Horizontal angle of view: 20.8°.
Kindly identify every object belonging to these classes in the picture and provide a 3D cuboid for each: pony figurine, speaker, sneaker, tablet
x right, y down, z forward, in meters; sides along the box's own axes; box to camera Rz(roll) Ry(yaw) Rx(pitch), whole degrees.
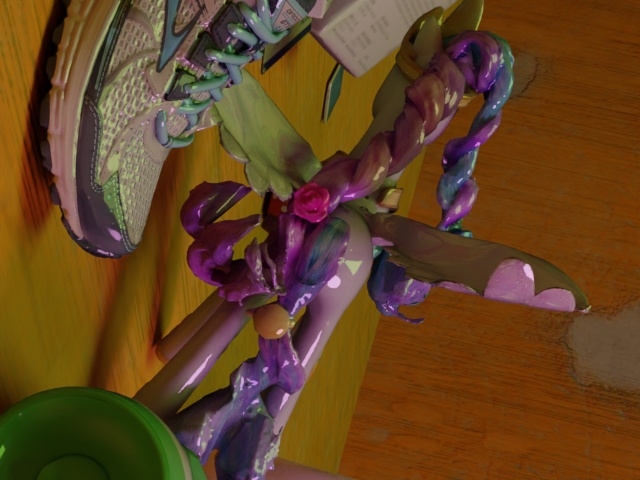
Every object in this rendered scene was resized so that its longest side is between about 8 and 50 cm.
[{"bbox_3d":[0.000,0.000,1.178,0.363,0.303,0.351,-55,-177,16],"label":"pony figurine"},{"bbox_3d":[-0.125,0.178,1.030,0.296,0.131,0.131,85,20,-69],"label":"speaker"},{"bbox_3d":[-0.068,-0.124,0.936,0.110,0.122,0.283,4,99,-83],"label":"sneaker"},{"bbox_3d":[0.016,-0.174,2.002,0.083,0.006,0.054,-68,168,-58],"label":"tablet"}]

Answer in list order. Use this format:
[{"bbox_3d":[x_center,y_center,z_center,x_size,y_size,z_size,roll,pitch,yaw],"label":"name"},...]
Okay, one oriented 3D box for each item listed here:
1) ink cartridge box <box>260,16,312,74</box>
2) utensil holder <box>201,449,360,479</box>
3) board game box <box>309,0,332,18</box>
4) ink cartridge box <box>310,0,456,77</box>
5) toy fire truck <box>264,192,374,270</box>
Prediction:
[{"bbox_3d":[-0.025,-0.296,1.220,0.165,0.065,0.332,-57,157,-70],"label":"ink cartridge box"},{"bbox_3d":[-0.018,0.401,1.536,0.327,0.328,0.385,66,40,-79],"label":"utensil holder"},{"bbox_3d":[0.024,-0.293,1.152,0.305,0.053,0.193,-64,165,-58],"label":"board game box"},{"bbox_3d":[0.136,-0.308,1.529,0.385,0.091,0.308,-40,174,5],"label":"ink cartridge box"},{"bbox_3d":[0.019,-0.014,1.789,0.192,0.135,0.047,71,32,-77],"label":"toy fire truck"}]
